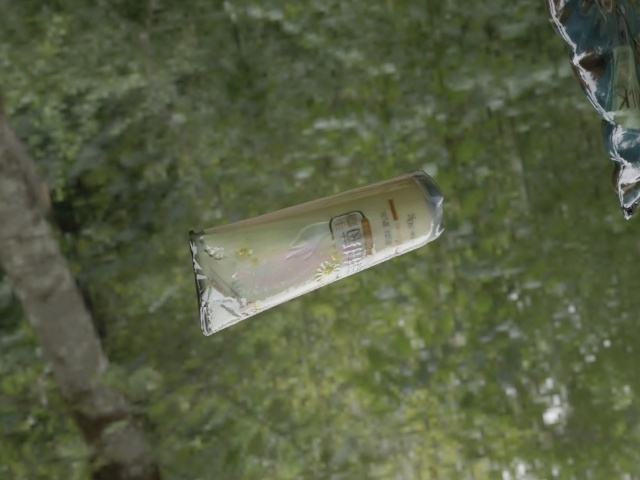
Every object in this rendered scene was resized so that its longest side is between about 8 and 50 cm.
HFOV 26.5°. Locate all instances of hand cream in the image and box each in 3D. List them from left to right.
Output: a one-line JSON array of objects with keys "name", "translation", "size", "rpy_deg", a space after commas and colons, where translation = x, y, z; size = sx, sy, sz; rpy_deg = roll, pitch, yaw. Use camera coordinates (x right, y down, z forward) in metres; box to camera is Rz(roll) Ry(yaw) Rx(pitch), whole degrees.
[{"name": "hand cream", "translation": [0.000, 0.000, 0.696], "size": [0.143, 0.061, 0.039], "rpy_deg": [-21, -144, -22]}]

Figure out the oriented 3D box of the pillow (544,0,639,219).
[{"name": "pillow", "translation": [0.126, -0.162, 0.634], "size": [0.034, 0.255, 0.189], "rpy_deg": [-7, -144, 27]}]
